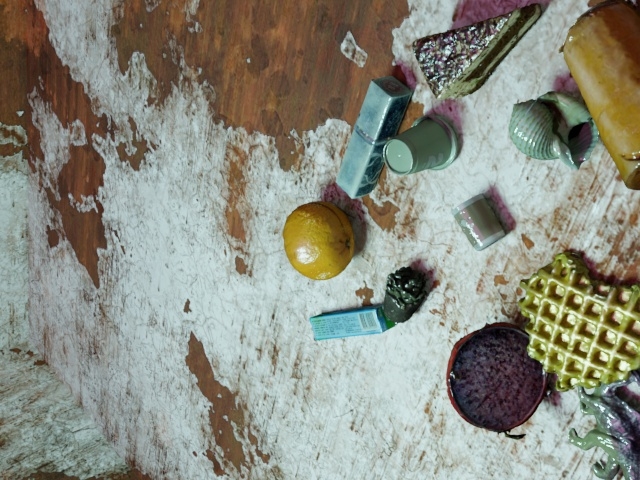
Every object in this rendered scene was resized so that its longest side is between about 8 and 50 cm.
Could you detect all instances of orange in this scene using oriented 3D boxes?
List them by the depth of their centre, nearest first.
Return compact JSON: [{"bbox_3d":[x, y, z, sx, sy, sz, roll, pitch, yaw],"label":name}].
[{"bbox_3d":[0.000,0.000,2.005,0.161,0.193,0.193,-10,99,26],"label":"orange"}]

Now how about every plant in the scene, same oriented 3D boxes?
[{"bbox_3d":[0.191,0.124,1.906,0.094,0.092,0.143,49,145,34],"label":"plant"}]

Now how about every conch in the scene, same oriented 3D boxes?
[{"bbox_3d":[0.414,-0.204,1.493,0.153,0.102,0.135,29,121,-2],"label":"conch"}]

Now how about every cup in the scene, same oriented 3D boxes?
[{"bbox_3d":[0.314,-0.028,1.706,0.102,0.074,0.099,-41,74,49],"label":"cup"},{"bbox_3d":[0.201,-0.191,1.716,0.120,0.141,0.120,21,120,41],"label":"cup"}]

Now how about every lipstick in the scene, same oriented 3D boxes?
[{"bbox_3d":[0.113,-0.222,1.854,0.076,0.077,0.289,46,137,26],"label":"lipstick"}]

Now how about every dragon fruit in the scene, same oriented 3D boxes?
[{"bbox_3d":[0.348,0.274,1.737,0.224,0.218,0.148,32,176,-10],"label":"dragon fruit"}]

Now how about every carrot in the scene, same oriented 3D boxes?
[{"bbox_3d":[0.493,-0.232,1.332,0.254,0.196,0.196,60,141,22],"label":"carrot"}]

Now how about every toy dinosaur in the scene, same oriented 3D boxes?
[{"bbox_3d":[0.553,0.358,1.593,0.162,0.077,0.294,-7,99,58],"label":"toy dinosaur"}]

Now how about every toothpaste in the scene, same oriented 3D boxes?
[{"bbox_3d":[0.075,0.205,2.105,0.267,0.050,0.065,-15,95,51],"label":"toothpaste"}]

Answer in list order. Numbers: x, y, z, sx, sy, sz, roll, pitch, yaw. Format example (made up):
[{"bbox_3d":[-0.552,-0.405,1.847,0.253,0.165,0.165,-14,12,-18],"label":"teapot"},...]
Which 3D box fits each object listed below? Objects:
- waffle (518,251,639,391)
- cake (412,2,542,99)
[{"bbox_3d":[0.491,0.148,1.575,0.291,0.051,0.291,10,103,47],"label":"waffle"},{"bbox_3d":[0.304,-0.343,1.556,0.246,0.112,0.135,-6,104,47],"label":"cake"}]
